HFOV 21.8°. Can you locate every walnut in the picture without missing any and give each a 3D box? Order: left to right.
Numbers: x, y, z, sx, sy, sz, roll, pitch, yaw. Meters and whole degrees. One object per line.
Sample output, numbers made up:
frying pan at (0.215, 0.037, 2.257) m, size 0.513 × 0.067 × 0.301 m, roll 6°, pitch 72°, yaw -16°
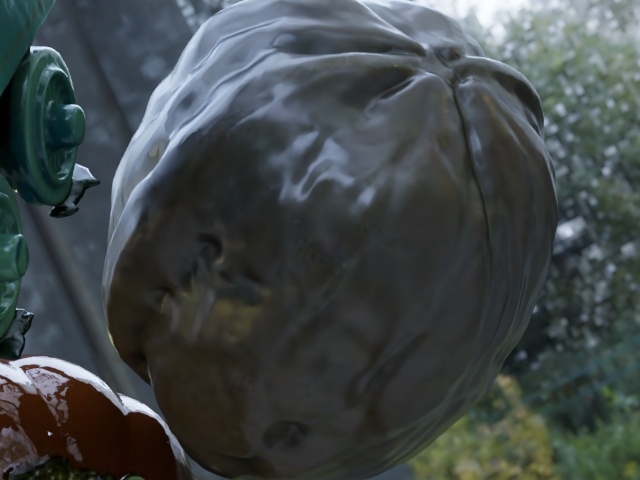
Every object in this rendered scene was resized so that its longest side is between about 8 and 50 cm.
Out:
walnut at (0.000, 0.000, 0.748) m, size 0.224 × 0.224 × 0.224 m, roll -25°, pitch -12°, yaw -6°

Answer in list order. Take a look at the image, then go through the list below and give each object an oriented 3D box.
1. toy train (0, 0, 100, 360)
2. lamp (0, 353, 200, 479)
toy train at (-0.159, -0.055, 0.606) m, size 0.112 × 0.203 × 0.163 m, roll 0°, pitch -53°, yaw 9°
lamp at (-0.146, 0.161, 0.758) m, size 0.223 × 0.223 × 0.196 m, roll -18°, pitch 1°, yaw -37°
